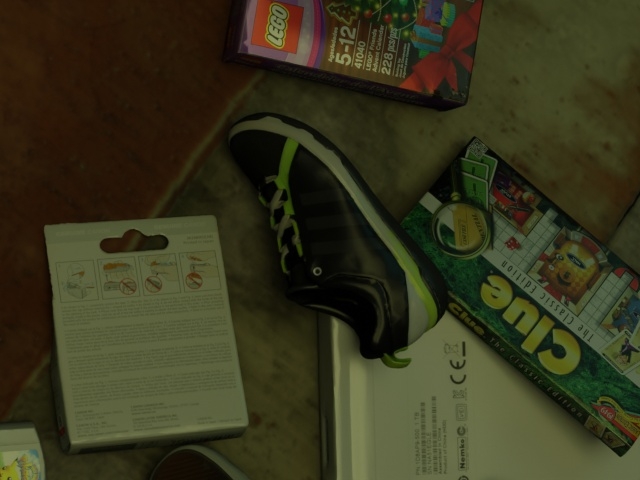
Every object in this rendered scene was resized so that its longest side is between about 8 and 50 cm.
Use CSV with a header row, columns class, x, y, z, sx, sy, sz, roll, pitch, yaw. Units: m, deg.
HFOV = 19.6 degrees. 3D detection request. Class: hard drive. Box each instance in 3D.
class,x,y,z,sx,sy,sz,roll,pitch,yaw
hard drive,0.173,0.160,1.546,0.353,0.047,0.233,-1,86,-18

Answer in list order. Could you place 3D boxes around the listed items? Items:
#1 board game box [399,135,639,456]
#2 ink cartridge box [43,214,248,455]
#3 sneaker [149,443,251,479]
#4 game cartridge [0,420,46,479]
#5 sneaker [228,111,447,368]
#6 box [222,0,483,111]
class,x,y,z,sx,sy,sz,roll,pitch,yaw
board game box,0.185,0.044,1.523,0.259,0.030,0.136,40,64,1
ink cartridge box,-0.142,0.074,1.461,0.145,0.045,0.179,-4,70,-18
sneaker,-0.038,0.291,1.455,0.106,0.123,0.290,-33,79,12
game cartridge,-0.239,0.181,1.425,0.056,0.017,0.083,-3,88,-22
sneaker,0.000,0.000,1.452,0.235,0.084,0.097,45,62,7
box,0.043,-0.269,1.523,0.201,0.057,0.293,11,83,-17
